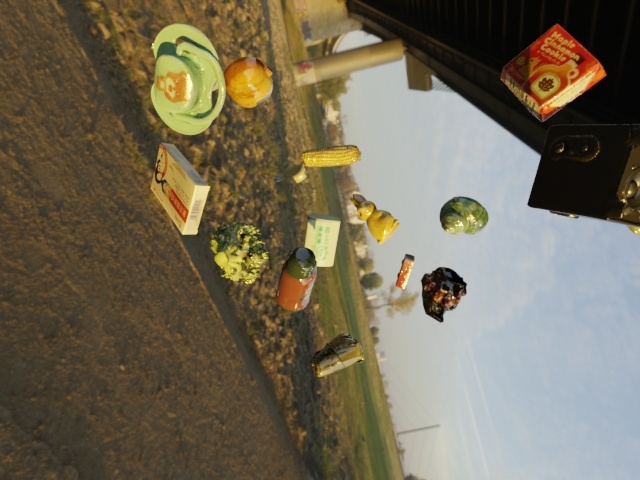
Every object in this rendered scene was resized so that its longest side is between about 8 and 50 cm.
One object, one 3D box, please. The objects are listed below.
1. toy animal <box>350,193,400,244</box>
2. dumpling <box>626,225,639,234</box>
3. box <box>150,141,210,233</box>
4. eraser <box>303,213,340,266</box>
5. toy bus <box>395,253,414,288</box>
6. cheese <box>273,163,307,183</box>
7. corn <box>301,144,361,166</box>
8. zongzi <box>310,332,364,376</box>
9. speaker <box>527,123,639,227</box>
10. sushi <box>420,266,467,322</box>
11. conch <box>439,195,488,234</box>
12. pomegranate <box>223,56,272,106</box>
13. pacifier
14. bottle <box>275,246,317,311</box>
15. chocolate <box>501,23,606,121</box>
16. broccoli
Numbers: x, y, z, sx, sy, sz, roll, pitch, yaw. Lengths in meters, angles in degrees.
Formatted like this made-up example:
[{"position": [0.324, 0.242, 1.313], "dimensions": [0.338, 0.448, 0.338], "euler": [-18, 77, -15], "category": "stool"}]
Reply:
[{"position": [0.134, -0.069, 1.118], "dimensions": [0.159, 0.083, 0.070], "euler": [45, 5, 18], "category": "toy animal"}, {"position": [0.873, -0.166, 1.240], "dimensions": [0.332, 0.166, 0.086], "euler": [39, 16, 14], "category": "dumpling"}, {"position": [-0.554, -0.207, 1.590], "dimensions": [0.353, 0.069, 0.214], "euler": [46, -57, 37], "category": "box"}, {"position": [0.000, 0.000, 2.359], "dimensions": [0.104, 0.189, 0.289], "euler": [-118, -146, -67], "category": "eraser"}, {"position": [0.467, 0.172, 2.256], "dimensions": [0.077, 0.065, 0.192], "euler": [-62, 167, -67], "category": "toy bus"}, {"position": [-0.132, -0.295, 1.806], "dimensions": [0.047, 0.171, 0.092], "euler": [44, 60, -46], "category": "cheese"}, {"position": [0.059, -0.432, 2.103], "dimensions": [0.115, 0.318, 0.115], "euler": [171, -90, -80], "category": "corn"}, {"position": [0.045, 0.469, 1.743], "dimensions": [0.242, 0.221, 0.112], "euler": [-155, -132, -71], "category": "zongzi"}, {"position": [0.711, -0.162, 1.042], "dimensions": [0.254, 0.184, 0.231], "euler": [31, -68, 62], "category": "speaker"}, {"position": [0.447, 0.175, 1.480], "dimensions": [0.172, 0.153, 0.150], "euler": [-50, 167, -45], "category": "sushi"}, {"position": [0.702, -0.113, 2.044], "dimensions": [0.196, 0.277, 0.220], "euler": [-3, -69, 54], "category": "conch"}, {"position": [-0.368, -0.826, 2.145], "dimensions": [0.264, 0.265, 0.263], "euler": [-13, 90, -87], "category": "pomegranate"}, {"position": [-0.408, -0.528, 1.361], "dimensions": [0.269, 0.289, 0.343], "euler": [-51, 165, -53], "category": "pacifier"}, {"position": [-0.094, 0.151, 1.611], "dimensions": [0.336, 0.144, 0.143], "euler": [106, -22, -54], "category": "bottle"}, {"position": [0.774, -0.571, 1.381], "dimensions": [0.108, 0.235, 0.237], "euler": [14, 44, -58], "category": "chocolate"}, {"position": [-0.446, 0.070, 2.220], "dimensions": [0.323, 0.335, 0.271], "euler": [57, 30, -33], "category": "broccoli"}]
